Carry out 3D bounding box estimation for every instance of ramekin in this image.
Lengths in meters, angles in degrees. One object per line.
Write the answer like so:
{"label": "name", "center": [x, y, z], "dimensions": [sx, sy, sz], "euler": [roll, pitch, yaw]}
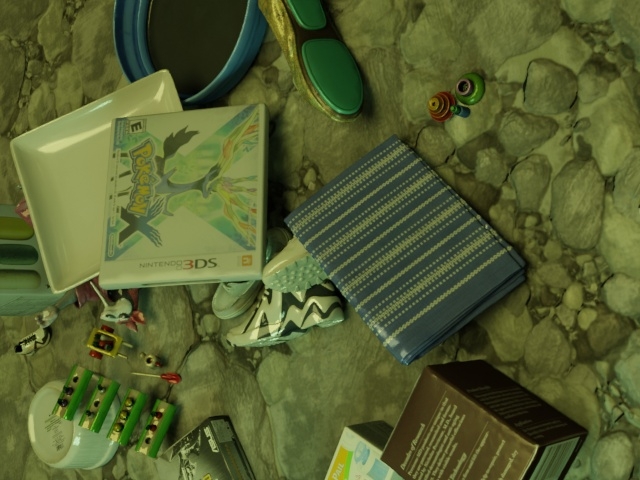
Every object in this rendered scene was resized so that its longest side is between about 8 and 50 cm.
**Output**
{"label": "ramekin", "center": [-0.526, 0.384, 1.985], "dimensions": [0.207, 0.109, 0.207], "euler": [-3, 85, 38]}

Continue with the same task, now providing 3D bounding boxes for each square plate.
{"label": "square plate", "center": [-0.385, -0.111, 1.766], "dimensions": [0.347, 0.049, 0.344], "euler": [-24, 68, 3]}

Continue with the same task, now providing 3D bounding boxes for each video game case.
{"label": "video game case", "center": [-0.241, -0.081, 1.675], "dimensions": [0.300, 0.036, 0.329], "euler": [-4, 69, 11]}

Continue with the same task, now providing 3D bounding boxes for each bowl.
{"label": "bowl", "center": [-0.255, -0.454, 1.843], "dimensions": [0.391, 0.077, 0.391], "euler": [-3, 86, 38]}

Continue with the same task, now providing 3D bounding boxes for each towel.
{"label": "towel", "center": [0.127, 0.008, 1.465], "dimensions": [0.243, 0.040, 0.336], "euler": [-37, 59, -4]}

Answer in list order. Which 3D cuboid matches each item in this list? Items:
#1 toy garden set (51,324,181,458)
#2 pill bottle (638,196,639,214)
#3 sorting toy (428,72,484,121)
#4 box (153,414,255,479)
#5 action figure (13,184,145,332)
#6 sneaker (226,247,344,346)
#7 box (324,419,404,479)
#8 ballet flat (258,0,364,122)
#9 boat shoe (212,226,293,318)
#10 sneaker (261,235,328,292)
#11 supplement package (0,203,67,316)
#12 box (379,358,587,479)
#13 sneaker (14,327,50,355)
{"label": "toy garden set", "center": [-0.398, 0.290, 1.865], "dimensions": [0.244, 0.049, 0.204], "euler": [18, 75, 19]}
{"label": "pill bottle", "center": [0.464, -0.088, 1.251], "dimensions": [0.065, 0.065, 0.116], "euler": [8, 91, 39]}
{"label": "sorting toy", "center": [0.209, -0.223, 1.478], "dimensions": [0.102, 0.042, 0.061], "euler": [-37, 66, 31]}
{"label": "box", "center": [-0.203, 0.471, 1.754], "dimensions": [0.183, 0.056, 0.231], "euler": [-40, 64, 29]}
{"label": "action figure", "center": [-0.456, 0.021, 1.917], "dimensions": [0.248, 0.276, 0.370], "euler": [-26, 96, 21]}
{"label": "sneaker", "center": [-0.076, 0.097, 1.654], "dimensions": [0.235, 0.094, 0.153], "euler": [-22, 72, 35]}
{"label": "box", "center": [0.074, 0.407, 1.506], "dimensions": [0.114, 0.103, 0.203], "euler": [28, 104, 36]}
{"label": "ballet flat", "center": [-0.021, -0.331, 1.637], "dimensions": [0.123, 0.123, 0.348], "euler": [-34, 67, 32]}
{"label": "boat shoe", "center": [-0.143, 0.058, 1.716], "dimensions": [0.227, 0.081, 0.079], "euler": [-49, 60, 25]}
{"label": "sneaker", "center": [0.000, 0.000, 1.567], "dimensions": [0.235, 0.090, 0.095], "euler": [-30, 59, -4]}
{"label": "supplement package", "center": [-0.684, 0.045, 1.986], "dimensions": [0.198, 0.262, 0.199], "euler": [-20, 75, 36]}
{"label": "box", "center": [0.233, 0.295, 1.344], "dimensions": [0.203, 0.168, 0.167], "euler": [34, 108, 35]}
{"label": "sneaker", "center": [-0.658, 0.232, 2.142], "dimensions": [0.109, 0.044, 0.040], "euler": [-41, 62, 28]}
